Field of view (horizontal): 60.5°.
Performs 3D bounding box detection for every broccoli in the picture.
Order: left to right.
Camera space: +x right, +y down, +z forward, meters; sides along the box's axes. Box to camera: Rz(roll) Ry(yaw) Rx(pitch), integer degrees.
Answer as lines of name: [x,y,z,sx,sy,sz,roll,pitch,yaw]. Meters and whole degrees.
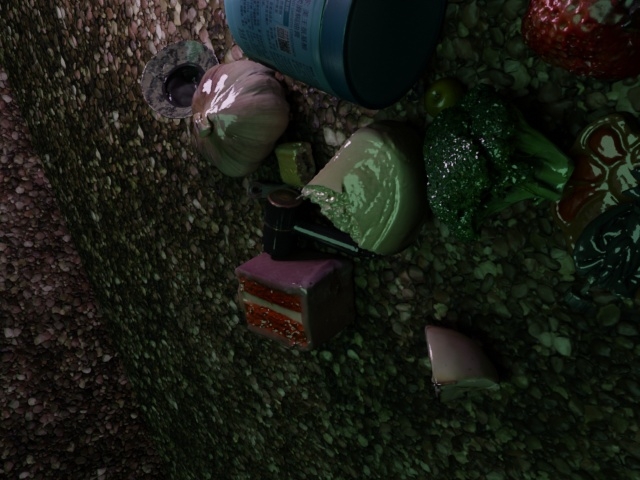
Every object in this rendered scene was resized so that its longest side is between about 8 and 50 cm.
broccoli: [0.324,-0.143,1.052,0.274,0.308,0.308,22,126,10]

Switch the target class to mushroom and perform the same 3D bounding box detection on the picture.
mushroom: [0.349,0.294,1.363,0.161,0.174,0.236,-7,152,9]

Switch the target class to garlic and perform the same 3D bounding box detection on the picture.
garlic: [-0.235,-0.341,1.521,0.321,0.241,0.322,-22,56,37]

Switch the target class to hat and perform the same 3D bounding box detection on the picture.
hat: [-0.412,-0.467,1.696,0.265,0.265,0.128,47,171,17]

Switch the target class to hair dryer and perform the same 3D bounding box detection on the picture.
hair dryer: [0.000,0.000,1.536,0.351,0.107,0.189,23,128,15]

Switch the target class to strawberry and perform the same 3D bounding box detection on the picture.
strawberry: [0.447,-0.374,0.873,0.238,0.250,0.288,34,165,-17]

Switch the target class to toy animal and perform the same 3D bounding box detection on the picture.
toy animal: [0.222,-0.335,1.232,0.084,0.050,0.028,128,149,-81]

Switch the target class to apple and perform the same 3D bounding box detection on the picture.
apple: [0.264,-0.304,1.176,0.089,0.074,0.090,-2,87,42]

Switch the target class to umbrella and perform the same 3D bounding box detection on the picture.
umbrella: [0.537,0.008,0.960,0.143,0.094,0.349,45,137,24]

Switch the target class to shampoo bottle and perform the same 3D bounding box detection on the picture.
shampoo bottle: [0.025,-0.480,1.131,0.342,0.331,0.332,30,128,31]

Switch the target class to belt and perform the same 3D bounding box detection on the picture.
belt: [-0.127,-0.146,1.643,0.231,0.053,0.072,7,103,41]

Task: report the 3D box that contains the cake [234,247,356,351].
cake: [-0.072,0.159,1.615,0.308,0.230,0.237,13,116,41]

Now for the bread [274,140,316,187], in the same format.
bread: [-0.067,-0.219,1.533,0.106,0.082,0.125,24,135,47]

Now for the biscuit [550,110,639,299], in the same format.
biscuit: [0.601,-0.072,0.976,0.358,0.074,0.381,33,133,26]

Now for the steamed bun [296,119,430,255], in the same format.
steamed bun: [0.146,-0.115,1.250,0.272,0.290,0.273,43,127,1]
